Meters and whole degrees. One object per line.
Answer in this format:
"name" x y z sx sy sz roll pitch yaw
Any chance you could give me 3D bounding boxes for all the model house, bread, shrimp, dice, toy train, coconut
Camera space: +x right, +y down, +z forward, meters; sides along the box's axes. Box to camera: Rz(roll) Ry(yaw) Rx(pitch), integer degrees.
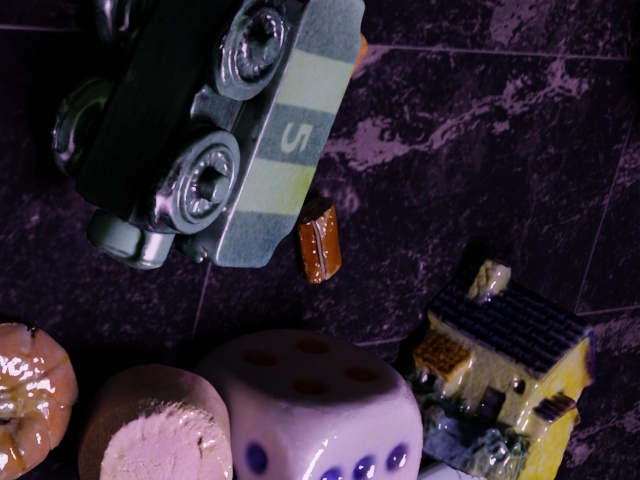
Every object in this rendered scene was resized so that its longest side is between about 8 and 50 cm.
"model house" 0.192 0.139 1.965 0.170 0.194 0.211 11 104 -49
"bread" 0.000 0.000 1.792 0.047 0.036 0.083 -39 138 -32
"shrimp" -0.317 0.168 1.514 0.267 0.061 0.145 -34 125 -27
"dice" -0.026 0.206 1.759 0.193 0.192 0.194 -9 117 -47
"toy train" -0.096 -0.121 1.524 0.238 0.167 0.299 6 108 -61
"coconut" -0.151 0.189 1.640 0.147 0.153 0.147 -2 104 -8

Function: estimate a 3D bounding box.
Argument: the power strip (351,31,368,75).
"power strip" -0.016 -0.132 1.685 0.178 0.049 0.028 -57 146 -7

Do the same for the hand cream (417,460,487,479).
"hand cream" 0.142 0.293 2.109 0.331 0.058 0.085 -25 131 -38
